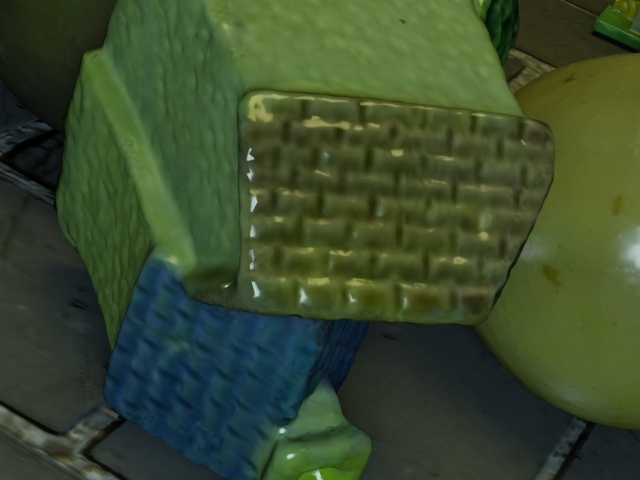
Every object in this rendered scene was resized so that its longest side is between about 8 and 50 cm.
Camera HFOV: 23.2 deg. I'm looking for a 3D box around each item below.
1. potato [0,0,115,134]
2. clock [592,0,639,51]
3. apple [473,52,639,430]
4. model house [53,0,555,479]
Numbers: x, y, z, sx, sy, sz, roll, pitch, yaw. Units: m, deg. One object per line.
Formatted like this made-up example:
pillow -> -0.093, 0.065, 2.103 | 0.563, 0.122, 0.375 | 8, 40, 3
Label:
potato -> -0.066, -0.162, 0.803 | 0.221, 0.243, 0.326 | -2, 4, -44
clock -> 0.378, -0.247, 1.251 | 0.220, 0.255, 0.106 | 28, 29, 12
apple -> 0.157, -0.001, 0.764 | 0.200, 0.200, 0.200 | 16, 29, -9
model house -> 0.000, 0.000, 0.654 | 0.195, 0.214, 0.189 | 7, 42, -24
